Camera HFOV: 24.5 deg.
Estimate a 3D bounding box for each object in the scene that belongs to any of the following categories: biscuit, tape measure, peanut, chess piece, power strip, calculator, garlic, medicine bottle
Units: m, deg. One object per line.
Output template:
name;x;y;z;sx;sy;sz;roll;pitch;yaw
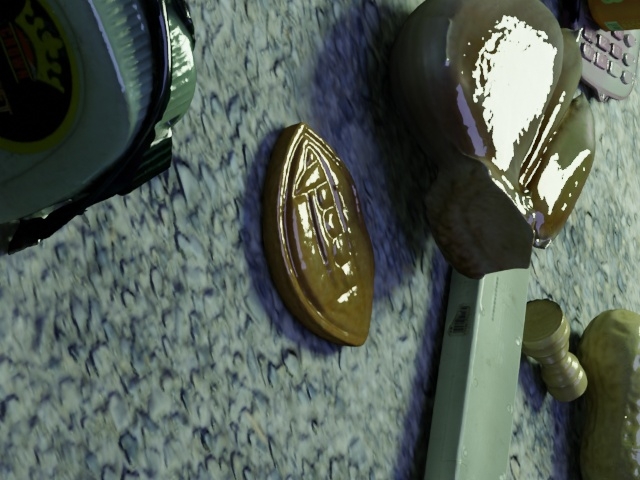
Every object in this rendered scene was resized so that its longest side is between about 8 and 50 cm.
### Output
biscuit;0.000;0.000;1.356;0.142;0.029;0.220;-28;109;-51
tape measure;-0.169;-0.115;0.995;0.115;0.207;0.235;-41;116;-51
peanut;0.368;0.220;1.765;0.125;0.111;0.274;6;83;-40
chess piece;0.265;0.128;1.679;0.122;0.066;0.066;57;44;-39
power strip;0.165;0.145;1.538;0.106;0.043;0.367;38;53;-44
calculator;0.363;-0.319;1.888;0.194;0.043;0.294;18;75;-53
garlic;0.175;-0.135;1.517;0.279;0.132;0.325;51;41;-35
medicine bottle;0.427;-0.305;1.778;0.096;0.192;0.096;-3;94;-51
